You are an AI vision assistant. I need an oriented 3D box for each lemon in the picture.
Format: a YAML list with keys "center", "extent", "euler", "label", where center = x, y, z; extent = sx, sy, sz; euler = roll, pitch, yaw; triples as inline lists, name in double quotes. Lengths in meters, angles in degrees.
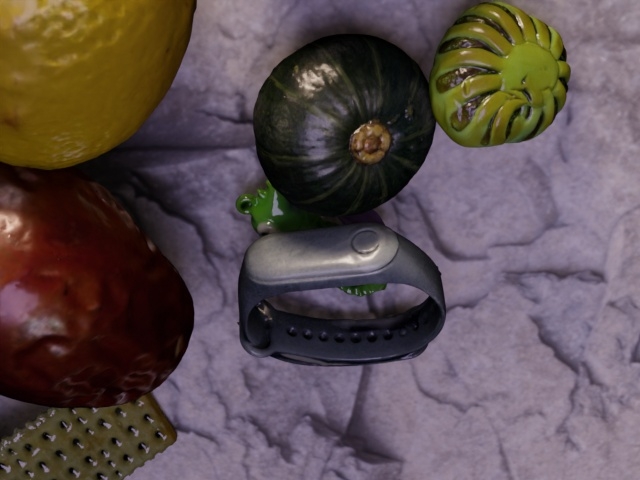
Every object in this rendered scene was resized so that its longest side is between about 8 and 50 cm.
- center: [-0.218, -0.192, 0.947]
  extent: [0.260, 0.260, 0.284]
  euler: [22, 145, -16]
  label: "lemon"

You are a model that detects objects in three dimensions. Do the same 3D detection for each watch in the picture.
- center: [0.016, 0.060, 1.199]
  extent: [0.206, 0.068, 0.193]
  euler: [-10, 143, 10]
  label: "watch"

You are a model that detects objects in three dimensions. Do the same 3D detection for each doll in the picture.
- center: [0.000, 0.000, 1.209]
  extent: [0.190, 0.050, 0.115]
  euler: [28, 128, -24]
  label: "doll"

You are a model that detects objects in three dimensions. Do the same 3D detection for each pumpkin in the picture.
- center: [0.022, -0.101, 1.090]
  extent: [0.167, 0.125, 0.167]
  euler: [-4, 101, -22]
  label: "pumpkin"

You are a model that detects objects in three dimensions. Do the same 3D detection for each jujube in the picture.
- center: [-0.238, 0.043, 1.100]
  extent: [0.223, 0.223, 0.318]
  euler: [-23, 154, 13]
  label: "jujube"

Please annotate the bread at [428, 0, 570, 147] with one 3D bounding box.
- center: [0.160, -0.141, 1.073]
  extent: [0.139, 0.071, 0.130]
  euler: [11, 86, -34]
  label: "bread"

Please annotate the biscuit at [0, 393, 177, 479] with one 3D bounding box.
- center: [-0.272, 0.236, 1.318]
  extent: [0.231, 0.016, 0.139]
  euler: [-34, 123, -12]
  label: "biscuit"
